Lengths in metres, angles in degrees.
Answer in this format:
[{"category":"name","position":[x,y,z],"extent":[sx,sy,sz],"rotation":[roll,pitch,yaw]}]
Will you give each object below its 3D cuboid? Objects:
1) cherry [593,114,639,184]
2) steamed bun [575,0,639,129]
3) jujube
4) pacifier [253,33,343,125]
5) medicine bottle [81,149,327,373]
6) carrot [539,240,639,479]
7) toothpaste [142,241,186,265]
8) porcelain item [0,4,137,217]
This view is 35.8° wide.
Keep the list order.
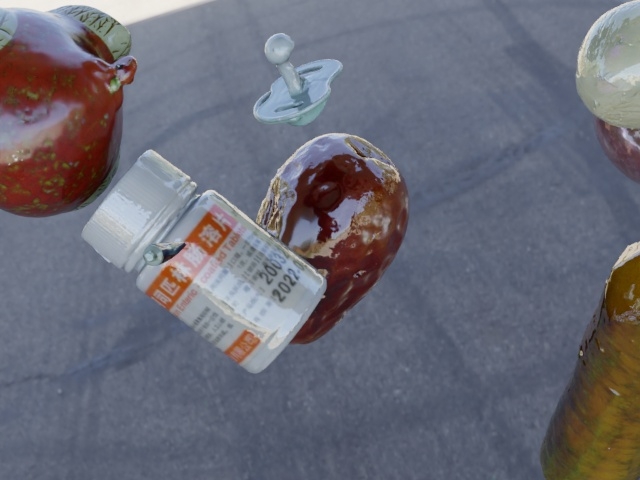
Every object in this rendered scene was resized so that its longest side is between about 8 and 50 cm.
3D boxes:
[{"category":"cherry","position":[0.467,-0.164,1.206],"extent":[0.239,0.239,0.206],"rotation":[-18,71,-2]},{"category":"steamed bun","position":[0.287,-0.165,0.922],"extent":[0.091,0.130,0.112],"rotation":[7,79,29]},{"category":"jujube","position":[0.000,0.000,1.466],"extent":[0.223,0.318,0.223],"rotation":[27,19,-10]},{"category":"pacifier","position":[-0.042,-0.212,1.281],"extent":[0.127,0.116,0.150],"rotation":[-8,36,32]},{"category":"medicine bottle","position":[-0.128,0.022,1.097],"extent":[0.144,0.252,0.144],"rotation":[-50,3,3]},{"category":"carrot","position":[0.282,0.121,0.886],"extent":[0.114,0.301,0.114],"rotation":[4,45,-4]},{"category":"toothpaste","position":[-0.142,0.011,0.892],"extent":[0.027,0.019,0.083],"rotation":[-22,2,8]},{"category":"porcelain item","position":[-0.292,-0.153,1.078],"extent":[0.253,0.253,0.253],"rotation":[-13,29,7]}]
